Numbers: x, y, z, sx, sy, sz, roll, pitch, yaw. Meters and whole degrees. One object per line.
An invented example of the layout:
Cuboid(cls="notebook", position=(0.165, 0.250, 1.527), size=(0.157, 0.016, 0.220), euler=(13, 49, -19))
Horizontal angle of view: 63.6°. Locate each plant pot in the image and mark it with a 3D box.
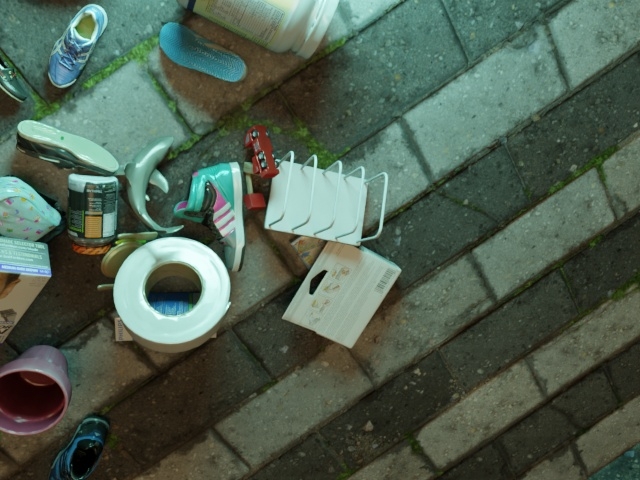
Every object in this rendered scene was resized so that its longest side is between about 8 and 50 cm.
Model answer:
Cuboid(cls="plant pot", position=(-0.759, 0.379, 1.371), size=(0.201, 0.180, 0.202), euler=(-4, 109, -13))

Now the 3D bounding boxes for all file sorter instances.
Cuboid(cls="file sorter", position=(0.015, -0.110, 1.363), size=(0.277, 0.173, 0.193), euler=(10, 81, -17))

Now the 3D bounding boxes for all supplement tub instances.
Cuboid(cls="supplement tub", position=(-0.572, -0.069, 1.295), size=(0.116, 0.117, 0.191), euler=(5, 108, -15))
Cuboid(cls="supplement tub", position=(-0.136, -0.574, 1.162), size=(0.324, 0.235, 0.236), euler=(20, 103, -20))

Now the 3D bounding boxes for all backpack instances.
Cuboid(cls="backpack", position=(-0.707, -0.065, 1.217), size=(0.152, 0.115, 0.182), euler=(-38, 138, -14))

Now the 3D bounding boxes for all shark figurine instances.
Cuboid(cls="shark figurine", position=(-0.439, -0.131, 1.256), size=(0.166, 0.116, 0.279), euler=(-10, 71, 1))

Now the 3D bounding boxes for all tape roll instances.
Cuboid(cls="tape roll", position=(-0.374, 0.139, 1.324), size=(0.285, 0.100, 0.287), euler=(6, 63, -12))

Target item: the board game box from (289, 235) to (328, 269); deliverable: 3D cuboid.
Cuboid(cls="board game box", position=(0.000, 0.000, 1.508), size=(0.154, 0.026, 0.104), euler=(-34, 113, -1))

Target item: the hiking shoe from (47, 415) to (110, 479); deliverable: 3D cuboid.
Cuboid(cls="hiking shoe", position=(-0.722, 0.663, 1.505), size=(0.113, 0.132, 0.304), euler=(24, 102, -20))

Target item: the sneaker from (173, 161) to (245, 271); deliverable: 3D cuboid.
Cuboid(cls="sneaker", position=(-0.294, -0.055, 1.362), size=(0.178, 0.124, 0.296), euler=(-5, 102, -17))

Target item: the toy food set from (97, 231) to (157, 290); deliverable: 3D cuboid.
Cuboid(cls="toy food set", position=(-0.519, 0.046, 1.362), size=(0.132, 0.038, 0.192), euler=(-3, 130, -54))

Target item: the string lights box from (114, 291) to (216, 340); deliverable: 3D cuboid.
Cuboid(cls="string lights box", position=(-0.418, 0.204, 1.418), size=(0.259, 0.133, 0.077), euler=(0, 114, -13))

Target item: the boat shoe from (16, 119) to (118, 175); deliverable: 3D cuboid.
Cuboid(cls="boat shoe", position=(-0.617, -0.212, 1.264), size=(0.232, 0.084, 0.079), euler=(20, 125, -23))

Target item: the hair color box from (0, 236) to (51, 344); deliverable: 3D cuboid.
Cuboid(cls="hair color box", position=(-0.803, 0.132, 1.218), size=(0.185, 0.110, 0.339), euler=(14, 130, -48))

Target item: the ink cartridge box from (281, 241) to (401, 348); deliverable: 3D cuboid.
Cuboid(cls="ink cartridge box", position=(0.059, 0.150, 1.552), size=(0.261, 0.066, 0.297), euler=(27, 101, -22))

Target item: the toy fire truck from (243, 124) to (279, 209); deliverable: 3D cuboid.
Cuboid(cls="toy fire truck", position=(-0.169, -0.191, 1.364), size=(0.047, 0.135, 0.192), euler=(-7, 75, -42))

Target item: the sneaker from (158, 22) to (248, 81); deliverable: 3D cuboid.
Cuboid(cls="sneaker", position=(-0.283, -0.448, 1.254), size=(0.228, 0.092, 0.088), euler=(28, 103, -1))

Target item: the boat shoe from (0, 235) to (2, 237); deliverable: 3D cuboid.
Cuboid(cls="boat shoe", position=(-0.894, 0.072, 1.266), size=(0.339, 0.113, 0.127), euler=(-15, 110, -9))

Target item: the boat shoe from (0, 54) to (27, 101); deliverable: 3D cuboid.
Cuboid(cls="boat shoe", position=(-0.724, -0.381, 1.185), size=(0.042, 0.049, 0.133), euler=(-32, 109, 8))

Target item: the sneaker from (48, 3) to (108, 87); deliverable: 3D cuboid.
Cuboid(cls="sneaker", position=(-0.566, -0.448, 1.183), size=(0.080, 0.081, 0.211), euler=(28, 102, -22))
